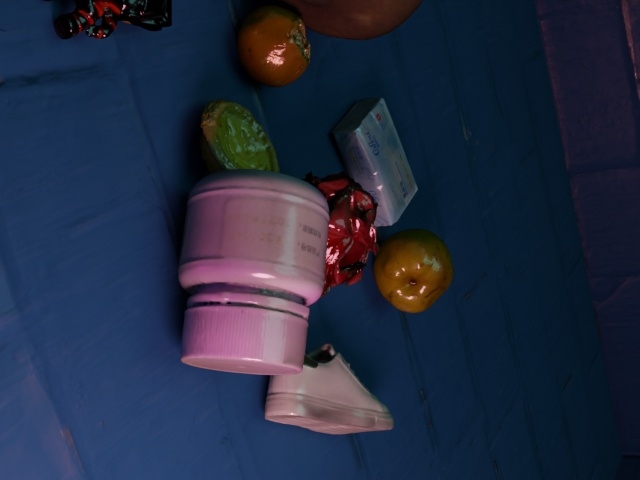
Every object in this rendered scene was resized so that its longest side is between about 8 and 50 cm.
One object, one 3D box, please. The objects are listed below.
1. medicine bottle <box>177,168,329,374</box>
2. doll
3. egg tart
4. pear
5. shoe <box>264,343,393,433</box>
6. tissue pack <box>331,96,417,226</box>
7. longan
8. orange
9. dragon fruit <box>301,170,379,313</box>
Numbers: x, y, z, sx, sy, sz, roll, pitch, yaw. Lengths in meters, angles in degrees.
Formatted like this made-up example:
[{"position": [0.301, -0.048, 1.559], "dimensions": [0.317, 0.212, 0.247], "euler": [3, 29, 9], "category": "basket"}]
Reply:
[{"position": [-0.113, 0.059, 1.304], "dimensions": [0.241, 0.241, 0.302], "euler": [27, 62, -52], "category": "medicine bottle"}, {"position": [-0.314, -0.381, 1.229], "dimensions": [0.248, 0.088, 0.127], "euler": [-37, 136, -43], "category": "doll"}, {"position": [-0.153, -0.161, 1.414], "dimensions": [0.191, 0.074, 0.191], "euler": [35, 44, -41], "category": "egg tart"}, {"position": [0.218, 0.065, 1.868], "dimensions": [0.200, 0.200, 0.200], "euler": [14, 73, -55], "category": "pear"}, {"position": [0.022, 0.295, 1.586], "dimensions": [0.363, 0.131, 0.160], "euler": [25, 59, -49], "category": "shoe"}, {"position": [0.135, -0.185, 1.866], "dimensions": [0.177, 0.089, 0.263], "euler": [-54, 127, -44], "category": "tissue pack"}, {"position": [0.043, -0.559, 1.552], "dimensions": [0.361, 0.361, 0.361], "euler": [14, 73, -55], "category": "longan"}, {"position": [-0.085, -0.373, 1.523], "dimensions": [0.154, 0.134, 0.155], "euler": [1, 89, -51], "category": "orange"}, {"position": [0.000, 0.000, 1.508], "dimensions": [0.234, 0.233, 0.293], "euler": [57, 36, -34], "category": "dragon fruit"}]
